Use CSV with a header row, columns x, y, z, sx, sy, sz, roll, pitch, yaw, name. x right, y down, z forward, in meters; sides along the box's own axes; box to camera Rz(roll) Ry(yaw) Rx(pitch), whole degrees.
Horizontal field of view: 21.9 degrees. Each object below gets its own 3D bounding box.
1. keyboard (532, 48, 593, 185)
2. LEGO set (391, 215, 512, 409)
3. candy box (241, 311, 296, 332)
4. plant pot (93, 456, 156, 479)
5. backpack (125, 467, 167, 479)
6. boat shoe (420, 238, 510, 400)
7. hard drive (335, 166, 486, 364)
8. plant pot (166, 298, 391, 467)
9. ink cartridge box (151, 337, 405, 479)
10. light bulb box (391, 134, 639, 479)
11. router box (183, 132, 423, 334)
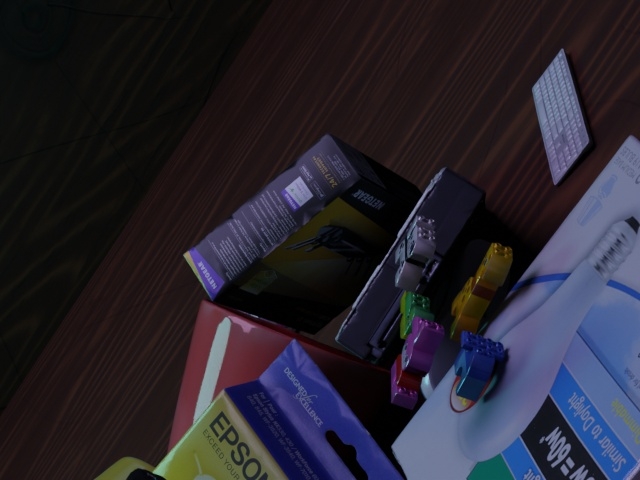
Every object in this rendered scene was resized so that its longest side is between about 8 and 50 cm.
x,y,z,sx,sy,sz,roll,pitch,yaw,name
0.303,-0.159,2.093,0.072,0.014,0.256,-49,20,26,keyboard
0.118,0.049,1.417,0.227,0.087,0.093,-86,18,-58,LEGO set
-0.108,0.143,2.565,0.196,0.070,0.165,-15,46,64,candy box
-0.293,0.443,2.326,0.239,0.254,0.254,-50,14,-24,plant pot
-0.217,0.467,1.758,0.355,0.273,0.290,-38,40,-25,backpack
0.160,0.111,1.934,0.084,0.095,0.258,-46,11,43,boat shoe
0.113,0.033,1.993,0.237,0.064,0.339,-58,-5,2,hard drive
-0.067,0.233,2.073,0.243,0.275,0.275,-69,19,-2,plant pot
-0.053,0.323,1.878,0.307,0.072,0.304,-52,61,23,ink cartridge box
0.275,0.159,1.334,0.361,0.225,0.358,-54,18,10,light bulb box
0.000,0.000,2.132,0.243,0.309,0.081,-40,66,13,router box
